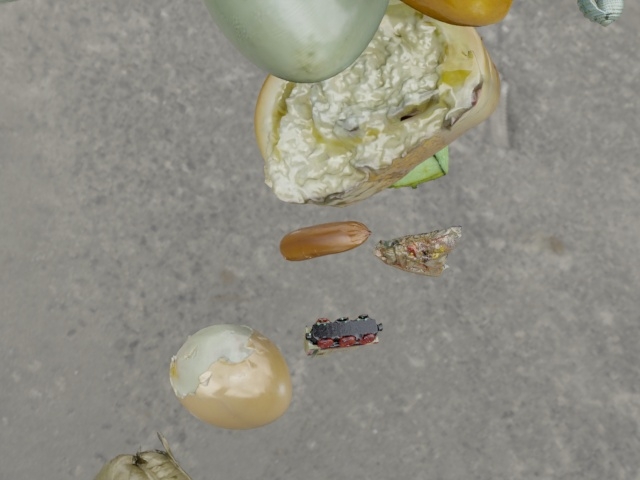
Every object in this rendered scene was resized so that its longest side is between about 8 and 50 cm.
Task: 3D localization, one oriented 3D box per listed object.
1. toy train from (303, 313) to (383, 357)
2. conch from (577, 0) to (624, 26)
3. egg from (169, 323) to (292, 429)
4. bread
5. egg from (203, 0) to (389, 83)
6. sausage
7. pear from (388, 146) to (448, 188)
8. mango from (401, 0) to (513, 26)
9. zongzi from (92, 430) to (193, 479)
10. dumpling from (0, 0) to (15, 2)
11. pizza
[{"bbox_3d":[0.038,0.167,1.584,0.138,0.087,0.050,-5,66,-13],"label":"toy train"},{"bbox_3d":[0.404,-0.354,1.328,0.076,0.056,0.085,-3,67,-30],"label":"conch"},{"bbox_3d":[-0.163,0.267,1.747,0.244,0.201,0.201,36,41,-27],"label":"egg"},{"bbox_3d":[0.070,-0.184,1.163,0.211,0.315,0.270,61,18,5],"label":"bread"},{"bbox_3d":[-0.027,-0.293,0.939,0.218,0.218,0.295,11,56,-27],"label":"egg"},{"bbox_3d":[0.000,0.000,1.491,0.054,0.183,0.062,42,51,-39],"label":"sausage"},{"bbox_3d":[0.115,-0.257,1.628,0.292,0.159,0.292,37,47,-53],"label":"pear"},{"bbox_3d":[0.081,-0.289,0.785,0.252,0.154,0.126,51,47,-15],"label":"mango"},{"bbox_3d":[-0.116,0.238,0.554,0.194,0.099,0.197,45,36,20],"label":"zongzi"},{"bbox_3d":[-0.442,-0.453,1.280,0.320,0.212,0.270,7,37,4],"label":"dumpling"},{"bbox_3d":[0.215,0.022,1.794,0.185,0.195,0.052,17,60,-28],"label":"pizza"}]
